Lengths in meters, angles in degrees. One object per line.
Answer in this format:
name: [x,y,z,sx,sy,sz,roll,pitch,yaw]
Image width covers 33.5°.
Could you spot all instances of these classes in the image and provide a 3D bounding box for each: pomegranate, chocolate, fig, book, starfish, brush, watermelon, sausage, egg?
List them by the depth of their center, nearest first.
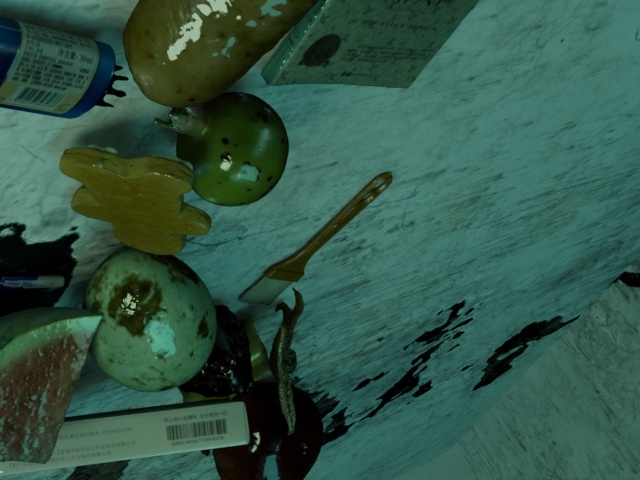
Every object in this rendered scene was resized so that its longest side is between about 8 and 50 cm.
sausage: [-0.008,-0.301,0.893,0.136,0.123,0.501,23,126,-30]
pomegranate: [-0.113,-0.109,1.154,0.159,0.129,0.129,30,124,-17]
book: [0.121,-0.309,1.166,0.264,0.031,0.379,-9,147,-48]
watermelon: [-0.385,0.179,1.283,0.256,0.176,0.260,-148,-102,-84]
egg: [-0.219,0.096,1.345,0.169,0.169,0.231,-29,148,-12]
chocolate: [-0.157,0.183,1.587,0.156,0.133,0.156,-12,118,-23]
brush: [0.000,0.000,1.652,0.314,0.017,0.090,-44,156,20]
starfish: [-0.059,0.194,1.716,0.057,0.238,0.213,4,174,4]
fig: [-0.108,0.376,2.046,0.235,0.214,0.235,-18,127,-26]

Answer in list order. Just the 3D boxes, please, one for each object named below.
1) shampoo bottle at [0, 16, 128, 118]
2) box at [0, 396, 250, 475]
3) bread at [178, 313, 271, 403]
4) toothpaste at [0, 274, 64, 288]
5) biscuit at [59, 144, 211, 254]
shampoo bottle: [-0.249,-0.151,0.953,0.087,0.050,0.183,-47,154,24]
box: [-0.286,0.277,1.524,0.343,0.065,0.200,-5,174,-13]
bread: [-0.164,0.205,1.749,0.173,0.085,0.134,-30,155,-13]
toothpaste: [-0.347,0.050,1.279,0.083,0.015,0.024,-2,143,-44]
biscuit: [-0.196,-0.042,1.167,0.158,0.035,0.240,12,159,2]
